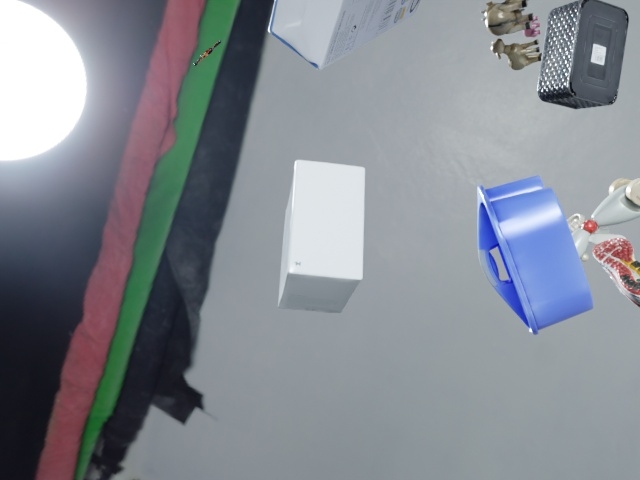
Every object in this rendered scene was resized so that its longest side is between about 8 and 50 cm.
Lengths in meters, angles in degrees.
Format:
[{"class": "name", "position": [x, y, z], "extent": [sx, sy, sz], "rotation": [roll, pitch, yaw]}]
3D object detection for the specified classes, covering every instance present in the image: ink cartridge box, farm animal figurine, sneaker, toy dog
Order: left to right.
[{"class": "ink cartridge box", "position": [0.104, -0.537, 1.180], "extent": [0.395, 0.151, 0.270], "rotation": [-38, -15, -32]}, {"class": "farm animal figurine", "position": [0.622, -0.733, 2.044], "extent": [0.327, 0.172, 0.330], "rotation": [-32, -68, -60]}, {"class": "toy dog", "position": [0.928, -0.051, 1.925], "extent": [0.333, 0.161, 0.220], "rotation": [-47, 3, 31]}, {"class": "sneaker", "position": [0.724, 0.076, 1.465], "extent": [0.225, 0.088, 0.092], "rotation": [-92, -23, -55]}]

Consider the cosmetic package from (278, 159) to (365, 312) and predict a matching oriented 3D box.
[{"class": "cosmetic package", "position": [0.000, 0.000, 1.181], "extent": [0.224, 0.138, 0.224], "rotation": [107, 167, -67]}]

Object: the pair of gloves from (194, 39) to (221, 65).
[{"class": "pair of gloves", "position": [-0.282, -0.469, 1.531], "extent": [0.074, 0.010, 0.083], "rotation": [-25, 25, 47]}]

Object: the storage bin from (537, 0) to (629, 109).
[{"class": "storage bin", "position": [0.494, -0.347, 1.152], "extent": [0.084, 0.122, 0.180], "rotation": [-168, 84, -66]}]

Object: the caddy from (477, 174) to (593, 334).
[{"class": "caddy", "position": [0.426, 0.030, 1.283], "extent": [0.241, 0.179, 0.341], "rotation": [-66, -47, -70]}]
